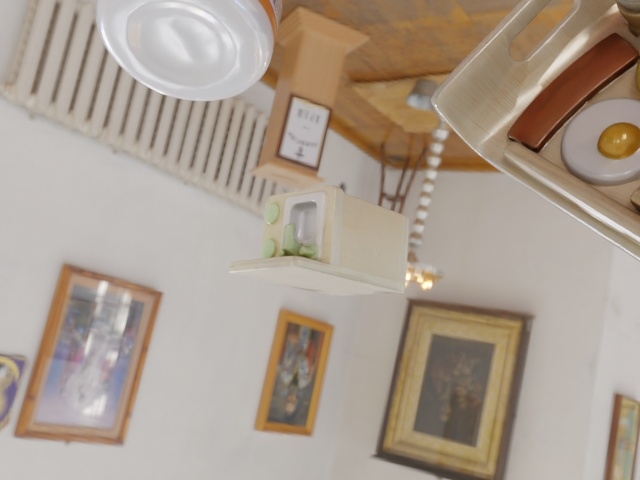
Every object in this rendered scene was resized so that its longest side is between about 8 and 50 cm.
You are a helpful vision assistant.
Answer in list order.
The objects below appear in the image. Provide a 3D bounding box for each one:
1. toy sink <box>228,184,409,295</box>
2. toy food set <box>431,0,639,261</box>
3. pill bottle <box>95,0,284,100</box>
[{"bbox_3d":[0.000,0.000,1.099,0.234,0.131,0.152,15,164,-43],"label":"toy sink"},{"bbox_3d":[0.243,-0.106,0.486,0.092,0.220,0.306,43,-178,-44],"label":"toy food set"},{"bbox_3d":[-0.080,-0.220,0.548,0.121,0.216,0.121,5,148,3],"label":"pill bottle"}]
